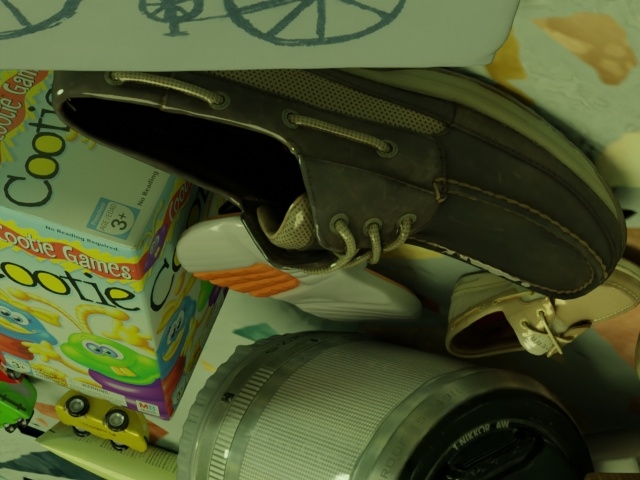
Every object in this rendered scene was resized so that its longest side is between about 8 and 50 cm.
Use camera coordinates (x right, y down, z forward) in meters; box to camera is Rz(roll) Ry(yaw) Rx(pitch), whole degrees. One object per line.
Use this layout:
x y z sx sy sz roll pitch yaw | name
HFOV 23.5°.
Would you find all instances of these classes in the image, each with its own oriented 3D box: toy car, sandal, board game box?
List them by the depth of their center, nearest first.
-0.009 0.001 1.049 0.102 0.076 0.265 -4 165 26 | sandal
-0.151 -0.007 1.056 0.142 0.144 0.275 18 154 9 | board game box
-0.299 0.146 1.552 0.239 0.053 0.225 35 151 -20 | toy car

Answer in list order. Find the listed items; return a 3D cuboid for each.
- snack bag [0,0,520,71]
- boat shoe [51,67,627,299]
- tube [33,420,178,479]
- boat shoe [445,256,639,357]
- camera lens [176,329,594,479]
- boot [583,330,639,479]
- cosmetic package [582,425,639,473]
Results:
-0.046 -0.179 0.629 0.323 0.037 0.342 -1 150 -10 | snack bag
0.005 -0.039 0.893 0.355 0.130 0.132 25 153 -4 | boat shoe
-0.181 0.246 1.633 0.240 0.062 0.070 21 148 4 | tube
0.148 0.050 1.024 0.063 0.059 0.170 36 151 -25 | boat shoe
0.047 0.186 1.131 0.219 0.219 0.274 42 161 -32 | camera lens
0.304 0.115 0.993 0.211 0.104 0.295 5 129 -20 | boot
0.193 0.309 1.252 0.377 0.097 0.284 -19 92 53 | cosmetic package
